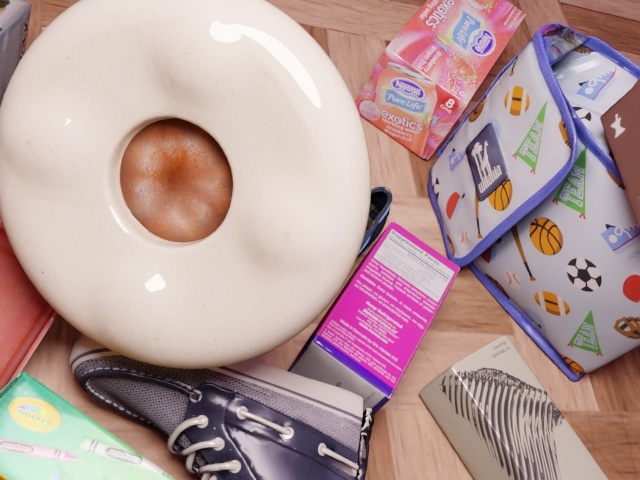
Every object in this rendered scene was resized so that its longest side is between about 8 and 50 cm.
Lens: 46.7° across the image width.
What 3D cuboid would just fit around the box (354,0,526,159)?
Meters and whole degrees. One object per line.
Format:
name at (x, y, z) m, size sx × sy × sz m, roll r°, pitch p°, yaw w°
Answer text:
box at (0.198, -0.294, 1.208) m, size 0.154 × 0.142 × 0.300 m, roll 36°, pitch 52°, yaw 1°

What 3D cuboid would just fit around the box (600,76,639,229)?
box at (0.443, -0.101, 0.767) m, size 0.203 × 0.168 × 0.167 m, roll 0°, pitch 65°, yaw -19°

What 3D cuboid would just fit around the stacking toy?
stacking toy at (-0.091, -0.090, 0.847) m, size 0.350 × 0.351 × 0.480 m, roll 37°, pitch 16°, yaw 2°

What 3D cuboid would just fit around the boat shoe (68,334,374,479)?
boat shoe at (-0.103, 0.207, 0.763) m, size 0.340 × 0.127 × 0.158 m, roll 17°, pitch 48°, yaw -12°

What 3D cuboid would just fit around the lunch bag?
lunch bag at (0.341, -0.049, 0.998) m, size 0.239 × 0.328 × 0.385 m, roll -32°, pitch 77°, yaw -34°

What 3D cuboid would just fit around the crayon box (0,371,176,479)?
crayon box at (-0.189, 0.255, 0.673) m, size 0.278 × 0.165 × 0.081 m, roll 35°, pitch 52°, yaw 2°

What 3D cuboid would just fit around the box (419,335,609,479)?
box at (0.248, 0.264, 0.898) m, size 0.113 × 0.094 × 0.275 m, roll -23°, pitch 69°, yaw -34°

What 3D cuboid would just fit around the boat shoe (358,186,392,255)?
boat shoe at (0.000, 0.000, 0.966) m, size 0.109 × 0.089 × 0.258 m, roll 38°, pitch 52°, yaw 4°

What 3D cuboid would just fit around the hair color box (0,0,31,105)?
hair color box at (-0.436, -0.193, 0.780) m, size 0.185 × 0.114 × 0.374 m, roll 11°, pitch 22°, yaw -17°

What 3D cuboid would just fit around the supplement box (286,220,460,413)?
supplement box at (0.067, 0.100, 0.917) m, size 0.114 × 0.111 × 0.220 m, roll 36°, pitch 51°, yaw 3°

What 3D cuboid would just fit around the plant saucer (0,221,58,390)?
plant saucer at (-0.412, 0.080, 0.728) m, size 0.258 × 0.048 × 0.259 m, roll 29°, pitch 71°, yaw -3°
